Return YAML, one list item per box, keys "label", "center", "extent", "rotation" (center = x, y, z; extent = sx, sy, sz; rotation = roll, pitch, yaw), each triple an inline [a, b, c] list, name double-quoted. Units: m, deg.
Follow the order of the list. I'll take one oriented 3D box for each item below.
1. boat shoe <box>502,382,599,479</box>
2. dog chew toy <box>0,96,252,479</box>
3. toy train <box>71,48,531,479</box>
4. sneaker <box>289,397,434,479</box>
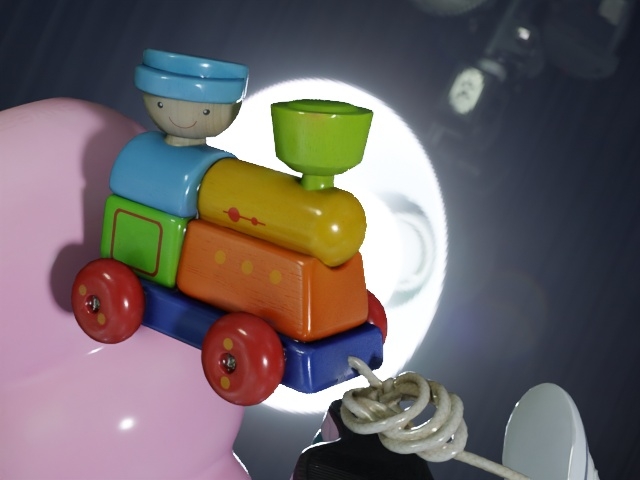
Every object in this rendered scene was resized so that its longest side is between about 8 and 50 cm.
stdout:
- label: "boat shoe"
  center: [0.265, 0.285, 1.155]
  extent: [0.096, 0.267, 0.088]
  rotation: [-30, -44, 30]
- label: "dog chew toy"
  center: [-0.142, 0.085, 0.677]
  extent: [0.206, 0.207, 0.331]
  rotation: [180, -111, -84]
- label: "toy train"
  center: [0.000, 0.000, 0.497]
  extent: [0.248, 0.143, 0.105]
  rotation: [18, 18, 33]
- label: "sneaker"
  center: [0.003, 0.239, 0.826]
  extent: [0.124, 0.178, 0.295]
  rotation: [21, 6, 5]
